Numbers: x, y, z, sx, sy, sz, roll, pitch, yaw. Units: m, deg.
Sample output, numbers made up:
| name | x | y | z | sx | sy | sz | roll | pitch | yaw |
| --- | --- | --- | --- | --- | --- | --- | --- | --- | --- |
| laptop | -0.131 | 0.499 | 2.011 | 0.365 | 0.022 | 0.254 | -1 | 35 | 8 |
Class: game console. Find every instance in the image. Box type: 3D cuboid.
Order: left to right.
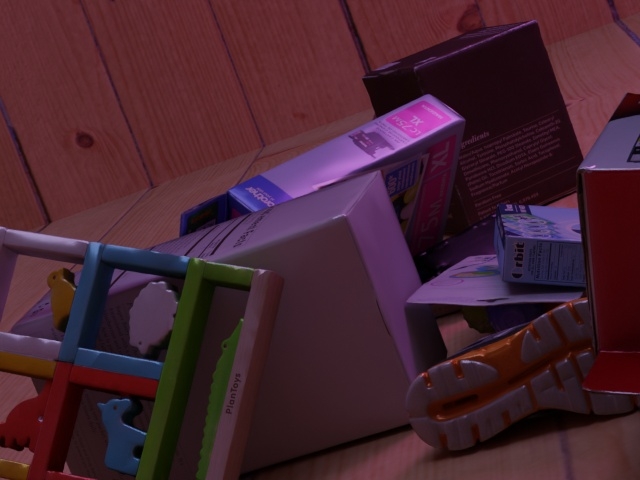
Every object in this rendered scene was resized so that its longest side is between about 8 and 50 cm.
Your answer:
| name | x | y | z | sx | sy | sz | roll | pitch | yaw |
| --- | --- | --- | --- | --- | --- | --- | --- | --- | --- |
| game console | 0.143 | 0.028 | 1.758 | 0.122 | 0.071 | 0.107 | -28 | 42 | -35 |

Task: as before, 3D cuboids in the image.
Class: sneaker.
| name | x | y | z | sx | sy | sz | roll | pitch | yaw |
| --- | --- | --- | --- | --- | --- | --- | --- | --- | --- |
| sneaker | 0.166 | 0.085 | 1.291 | 0.215 | 0.084 | 0.083 | -16 | 3 | 23 |

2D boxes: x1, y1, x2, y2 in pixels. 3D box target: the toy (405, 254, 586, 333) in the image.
| name | x | y | z | sx | sy | sz | roll | pitch | yaw |
| --- | --- | --- | --- | --- | --- | --- | --- | --- | --- |
| toy | 0.167 | 0.049 | 1.529 | 0.137 | 0.056 | 0.237 | -2 | 11 | 17 |

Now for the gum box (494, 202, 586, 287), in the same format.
| name | x | y | z | sx | sy | sz | roll | pitch | yaw |
| --- | --- | --- | --- | --- | --- | --- | --- | --- | --- |
| gum box | 0.238 | 0.007 | 1.494 | 0.184 | 0.041 | 0.157 | 5 | 11 | 2 |

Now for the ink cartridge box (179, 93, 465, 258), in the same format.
| name | x | y | z | sx | sy | sz | roll | pitch | yaw |
| --- | --- | --- | --- | --- | --- | --- | --- | --- | --- |
| ink cartridge box | 0.000 | 0.000 | 1.688 | 0.311 | 0.185 | 0.065 | -25 | 49 | -35 |

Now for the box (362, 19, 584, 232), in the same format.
| name | x | y | z | sx | sy | sz | roll | pitch | yaw |
| --- | --- | --- | --- | --- | --- | --- | --- | --- | --- |
| box | 0.179 | -0.130 | 2.110 | 0.167 | 0.203 | 0.168 | -23 | 10 | -17 |

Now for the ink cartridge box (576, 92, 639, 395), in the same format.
| name | x | y | z | sx | sy | sz | roll | pitch | yaw |
| --- | --- | --- | --- | --- | --- | --- | --- | --- | --- |
| ink cartridge box | 0.325 | -0.009 | 1.117 | 0.310 | 0.130 | 0.272 | -2 | 17 | 18 |

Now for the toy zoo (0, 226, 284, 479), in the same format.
| name | x | y | z | sx | sy | sz | roll | pitch | yaw |
| --- | --- | --- | --- | --- | --- | --- | --- | --- | --- |
| toy zoo | -0.184 | 0.096 | 1.387 | 0.293 | 0.192 | 0.030 | 8 | -12 | 23 |

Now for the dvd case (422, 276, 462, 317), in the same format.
| name | x | y | z | sx | sy | sz | roll | pitch | yaw |
| --- | --- | --- | --- | --- | --- | --- | --- | --- | --- |
| dvd case | 0.133 | 0.043 | 1.789 | 0.221 | 0.018 | 0.164 | -18 | 10 | 17 |

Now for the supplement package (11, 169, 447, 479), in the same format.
| name | x | y | z | sx | sy | sz | roll | pitch | yaw |
| --- | --- | --- | --- | --- | --- | --- | --- | --- | --- |
| supplement package | -0.067 | 0.083 | 1.493 | 0.293 | 0.177 | 0.175 | -18 | 10 | 15 |
